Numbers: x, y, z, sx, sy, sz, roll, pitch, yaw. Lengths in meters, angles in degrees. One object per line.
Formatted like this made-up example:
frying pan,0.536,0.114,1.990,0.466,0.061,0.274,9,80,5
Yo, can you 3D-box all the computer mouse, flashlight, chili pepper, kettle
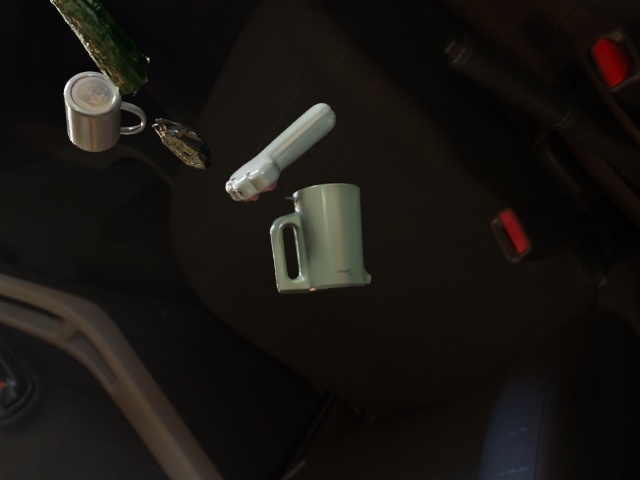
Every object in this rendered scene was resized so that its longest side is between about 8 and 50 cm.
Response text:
computer mouse,-0.257,-0.190,1.212,0.135,0.047,0.079,37,153,-12
flashlight,-0.050,-0.124,0.905,0.047,0.200,0.093,54,154,-20
chili pepper,-0.339,-0.313,0.934,0.059,0.088,0.227,-13,149,16
kettle,0.005,-0.001,0.905,0.098,0.127,0.147,-10,80,39

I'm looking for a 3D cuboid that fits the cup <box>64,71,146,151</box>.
cup,-0.410,-0.245,1.203,0.099,0.136,0.133,63,155,13
